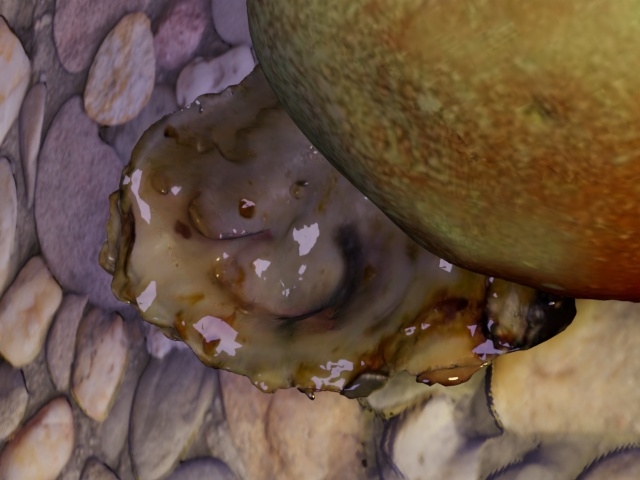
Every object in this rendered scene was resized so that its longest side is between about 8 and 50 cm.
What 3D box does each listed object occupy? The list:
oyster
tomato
[{"bbox_3d":[-0.008,0.006,0.746,0.361,0.096,0.221,-26,65,40],"label":"oyster"},{"bbox_3d":[0.118,-0.128,0.495,0.303,0.239,0.304,-5,74,18],"label":"tomato"}]
